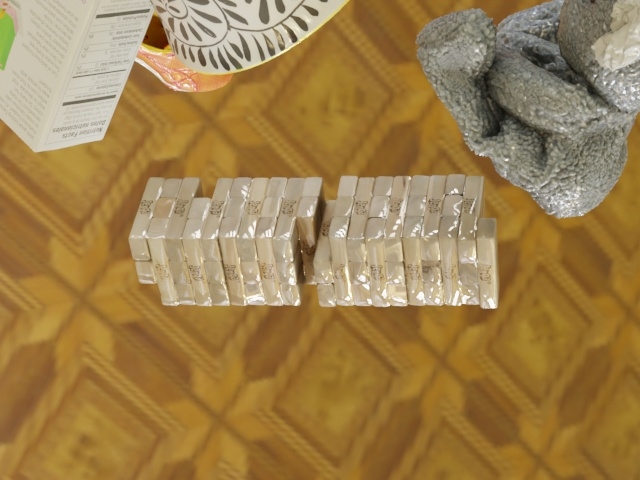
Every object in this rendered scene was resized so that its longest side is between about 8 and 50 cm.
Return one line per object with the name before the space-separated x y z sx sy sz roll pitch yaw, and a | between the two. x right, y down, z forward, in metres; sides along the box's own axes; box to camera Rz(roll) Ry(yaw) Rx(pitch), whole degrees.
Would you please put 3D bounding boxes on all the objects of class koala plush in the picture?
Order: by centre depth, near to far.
koala plush | 0.239 -0.150 1.557 0.196 0.221 0.203 -13 72 -52

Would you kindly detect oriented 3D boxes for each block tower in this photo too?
block tower | 0.000 0.000 1.714 0.097 0.336 0.091 -78 165 -46

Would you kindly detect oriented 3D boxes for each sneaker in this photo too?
sneaker | -0.148 -0.196 1.914 0.175 0.067 0.064 20 76 -47

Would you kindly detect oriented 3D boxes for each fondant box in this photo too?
fondant box | -0.262 -0.287 1.757 0.096 0.238 0.330 -15 140 -49

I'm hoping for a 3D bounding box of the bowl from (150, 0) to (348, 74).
bowl | -0.040 -0.175 0.913 0.080 0.170 0.170 40 74 -36
